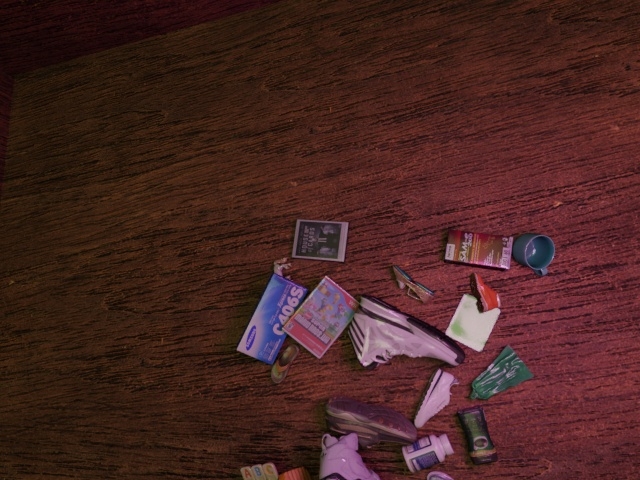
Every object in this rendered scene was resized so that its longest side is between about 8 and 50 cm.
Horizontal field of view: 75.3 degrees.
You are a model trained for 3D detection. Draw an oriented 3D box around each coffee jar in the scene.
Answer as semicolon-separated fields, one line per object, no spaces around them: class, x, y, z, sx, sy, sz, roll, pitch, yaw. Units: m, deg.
coffee jar;0.564;0.701;1.490;0.096;0.079;0.184;-14;73;8

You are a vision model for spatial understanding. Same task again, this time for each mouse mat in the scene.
mouse mat;0.591;0.317;1.611;0.153;0.007;0.189;26;86;18

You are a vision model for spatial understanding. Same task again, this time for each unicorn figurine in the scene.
unicorn figurine;-0.182;0.159;1.825;0.111;0.060;0.161;-6;60;14

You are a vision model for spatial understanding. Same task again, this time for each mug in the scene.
mug;0.792;0.050;1.565;0.130;0.097;0.157;5;98;-14

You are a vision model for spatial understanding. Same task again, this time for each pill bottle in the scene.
pill bottle;0.392;0.769;1.511;0.170;0.094;0.094;-25;73;8

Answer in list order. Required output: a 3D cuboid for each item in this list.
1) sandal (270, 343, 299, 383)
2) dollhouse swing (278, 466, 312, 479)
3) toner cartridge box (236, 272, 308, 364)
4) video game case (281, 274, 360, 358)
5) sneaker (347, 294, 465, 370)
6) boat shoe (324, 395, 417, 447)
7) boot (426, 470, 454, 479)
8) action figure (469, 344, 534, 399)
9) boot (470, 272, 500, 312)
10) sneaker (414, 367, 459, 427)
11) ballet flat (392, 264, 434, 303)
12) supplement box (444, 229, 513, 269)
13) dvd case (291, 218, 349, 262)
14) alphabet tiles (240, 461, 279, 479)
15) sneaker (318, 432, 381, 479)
sandal;-0.153;0.512;1.734;0.072;0.049;0.180;33;87;19
dollhouse swing;0.053;0.944;1.434;0.316;0.347;0.304;-14;64;12
toner cartridge box;-0.202;0.325;1.743;0.165;0.075;0.347;26;84;-10
video game case;0.008;0.316;1.711;0.204;0.025;0.285;40;89;-4
sneaker;0.307;0.416;1.602;0.448;0.169;0.257;26;94;26
boat shoe;0.185;0.705;1.578;0.356;0.132;0.130;12;102;19
boot;0.470;0.891;1.467;0.190;0.086;0.069;21;84;18
action figure;0.641;0.509;1.523;0.232;0.063;0.137;-37;73;0
boot;0.638;0.195;1.608;0.085;0.059;0.157;-11;70;-6
sneaker;0.428;0.602;1.550;0.095;0.090;0.235;29;87;9
ballet flat;0.359;0.181;1.672;0.206;0.073;0.067;39;103;23
supplement box;0.618;0.038;1.634;0.240;0.073;0.130;7;80;17
dvd case;0.000;0.000;1.825;0.239;0.029;0.179;4;78;15
alphabet tiles;-0.197;0.995;1.591;0.284;0.021;0.277;-24;87;27
sneaker;0.139;0.826;1.492;0.137;0.366;0.210;-42;33;32
